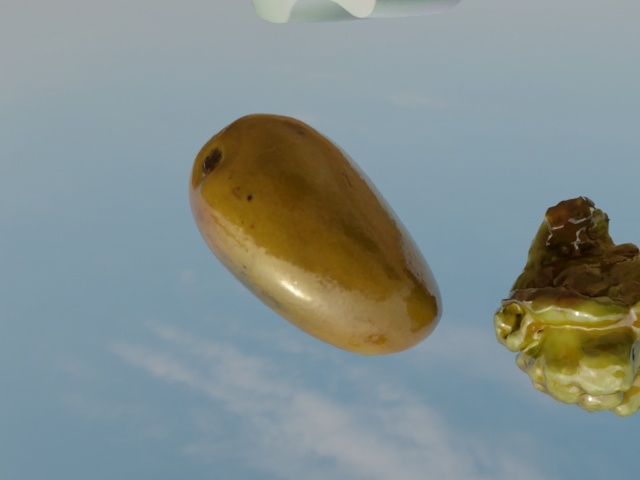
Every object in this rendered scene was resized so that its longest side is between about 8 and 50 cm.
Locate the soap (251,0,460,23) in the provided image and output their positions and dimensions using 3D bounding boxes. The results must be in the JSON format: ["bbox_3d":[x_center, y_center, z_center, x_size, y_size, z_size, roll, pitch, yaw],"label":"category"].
[{"bbox_3d":[0.057,-0.315,0.712,0.115,0.208,0.347,5,-162,25],"label":"soap"}]

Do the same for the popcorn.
[{"bbox_3d":[0.449,0.123,1.181,0.325,0.290,0.321,-25,-128,-35],"label":"popcorn"}]

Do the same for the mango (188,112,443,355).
[{"bbox_3d":[0.000,0.000,1.135,0.445,0.232,0.300,43,-155,-7],"label":"mango"}]
